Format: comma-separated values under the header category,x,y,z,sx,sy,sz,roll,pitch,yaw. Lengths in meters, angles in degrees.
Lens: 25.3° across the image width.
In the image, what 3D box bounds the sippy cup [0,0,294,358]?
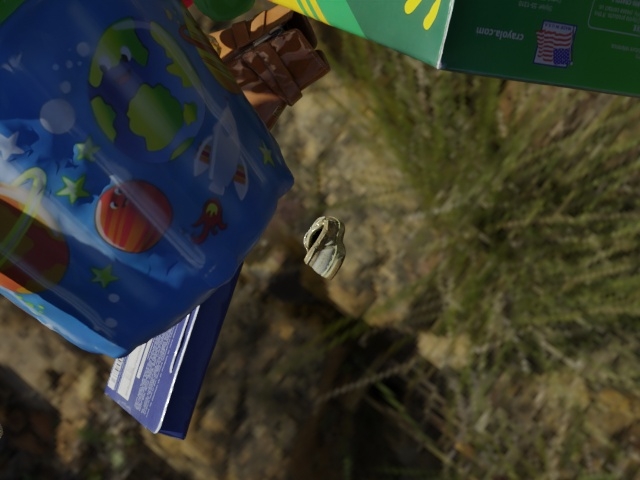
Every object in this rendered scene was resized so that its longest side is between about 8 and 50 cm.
category,x,y,z,sx,sy,sz,roll,pitch,yaw
sippy cup,-0.145,-0.063,0.814,0.224,0.305,0.240,47,177,-20

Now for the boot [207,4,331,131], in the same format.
category,x,y,z,sx,sy,sz,roll,pitch,yaw
boot,-0.122,-0.232,1.740,0.109,0.220,0.283,37,-160,-48

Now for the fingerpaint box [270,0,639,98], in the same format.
category,x,y,z,sx,sy,sz,roll,pitch,yaw
fingerpaint box,0.200,-0.235,1.264,0.371,0.444,0.163,34,116,55

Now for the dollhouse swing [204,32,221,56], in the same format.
category,x,y,z,sx,sy,sz,roll,pitch,yaw
dollhouse swing,-0.296,-0.210,1.442,0.346,0.305,0.315,19,124,-12

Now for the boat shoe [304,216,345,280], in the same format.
category,x,y,z,sx,sy,sz,roll,pitch,yaw
boat shoe,-0.001,0.002,1.856,0.048,0.056,0.153,27,-159,-14

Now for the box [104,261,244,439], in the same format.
category,x,y,z,sx,sy,sz,roll,pitch,yaw
box,-0.110,0.070,1.072,0.036,0.136,0.225,19,176,-16

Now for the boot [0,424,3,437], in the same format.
category,x,y,z,sx,sy,sz,roll,pitch,yaw
boot,-0.422,0.222,1.569,0.084,0.158,0.059,-27,77,25

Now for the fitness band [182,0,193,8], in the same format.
category,x,y,z,sx,sy,sz,roll,pitch,yaw
fitness band,-0.166,-0.377,1.595,0.054,0.209,0.291,26,126,17
